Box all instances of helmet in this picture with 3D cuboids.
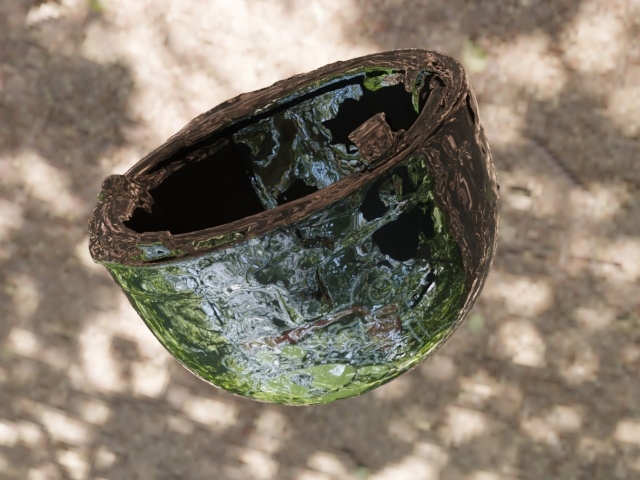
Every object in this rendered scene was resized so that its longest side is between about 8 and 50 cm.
[{"bbox_3d":[0.000,0.000,0.977,0.230,0.279,0.160,-22,106,9],"label":"helmet"}]
